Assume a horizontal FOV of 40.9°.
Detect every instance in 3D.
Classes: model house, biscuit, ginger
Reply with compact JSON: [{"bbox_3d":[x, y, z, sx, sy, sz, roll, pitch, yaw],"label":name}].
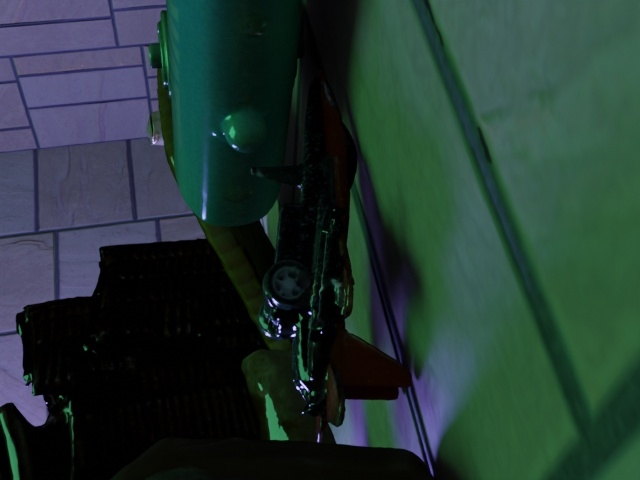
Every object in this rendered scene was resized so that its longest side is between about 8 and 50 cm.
[{"bbox_3d":[-0.176,0.139,0.873,0.297,0.317,0.283,124,135,-64],"label":"model house"},{"bbox_3d":[-0.073,-0.017,0.702,0.172,0.029,0.255,-108,-4,-52],"label":"biscuit"},{"bbox_3d":[0.001,0.244,0.554,0.166,0.080,0.333,40,132,55],"label":"ginger"}]

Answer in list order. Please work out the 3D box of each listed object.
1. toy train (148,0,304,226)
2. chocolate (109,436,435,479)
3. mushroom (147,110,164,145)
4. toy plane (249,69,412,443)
[{"bbox_3d":[-0.048,-0.115,0.471,0.248,0.101,0.159,101,162,-59],"label":"toy train"},{"bbox_3d":[-0.016,0.179,0.373,0.093,0.148,0.214,-65,-26,-76],"label":"chocolate"},{"bbox_3d":[-0.169,-0.158,1.130,0.154,0.122,0.154,166,90,-79],"label":"mushroom"},{"bbox_3d":[-0.004,0.001,0.417,0.130,0.061,0.189,104,157,-68],"label":"toy plane"}]
